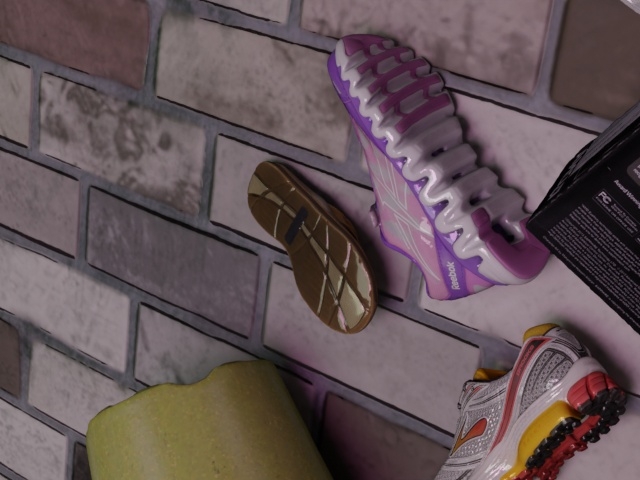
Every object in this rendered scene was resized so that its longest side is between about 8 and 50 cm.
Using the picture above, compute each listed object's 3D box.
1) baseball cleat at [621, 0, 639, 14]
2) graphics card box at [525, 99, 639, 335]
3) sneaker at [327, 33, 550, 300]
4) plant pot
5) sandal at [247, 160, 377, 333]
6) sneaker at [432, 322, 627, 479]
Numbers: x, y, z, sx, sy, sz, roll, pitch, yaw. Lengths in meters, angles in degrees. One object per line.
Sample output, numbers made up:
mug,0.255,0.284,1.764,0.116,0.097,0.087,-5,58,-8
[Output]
baseball cleat,0.265,-0.186,0.769,0.205,0.072,0.110,20,131,34
graphics card box,0.318,-0.045,0.675,0.233,0.094,0.371,42,135,-1
sneaker,0.070,-0.049,0.937,0.236,0.095,0.104,57,136,8
plant pot,-0.084,0.251,1.055,0.276,0.276,0.254,-33,71,39
sandal,0.000,0.000,1.033,0.180,0.049,0.072,53,123,31
sneaker,0.146,0.152,0.953,0.225,0.088,0.093,-53,50,35
